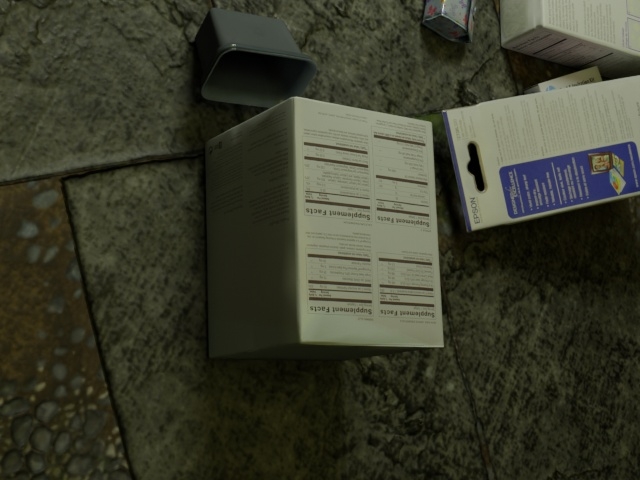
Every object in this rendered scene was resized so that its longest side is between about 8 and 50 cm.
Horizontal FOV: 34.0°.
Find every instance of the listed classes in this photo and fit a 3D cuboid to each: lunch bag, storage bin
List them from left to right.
[{"bbox_3d":[-0.088,-0.221,1.268,0.135,0.098,0.091,3,51,-33],"label":"storage bin"},{"bbox_3d":[0.192,-0.330,1.497,0.083,0.053,0.071,25,68,-38],"label":"lunch bag"}]

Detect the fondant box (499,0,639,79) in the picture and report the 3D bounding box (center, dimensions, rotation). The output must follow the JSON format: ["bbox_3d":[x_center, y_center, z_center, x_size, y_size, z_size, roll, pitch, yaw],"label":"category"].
[{"bbox_3d":[0.430,-0.395,1.647,0.330,0.096,0.238,8,76,-34],"label":"fondant box"}]

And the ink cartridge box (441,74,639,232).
[{"bbox_3d":[0.344,-0.128,1.517,0.371,0.069,0.176,-12,90,-22],"label":"ink cartridge box"}]

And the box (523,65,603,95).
[{"bbox_3d":[0.400,-0.164,1.612,0.145,0.038,0.186,-20,91,-35],"label":"box"}]

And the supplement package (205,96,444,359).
[{"bbox_3d":[0.000,0.000,1.205,0.198,0.199,0.263,5,77,-34],"label":"supplement package"}]
